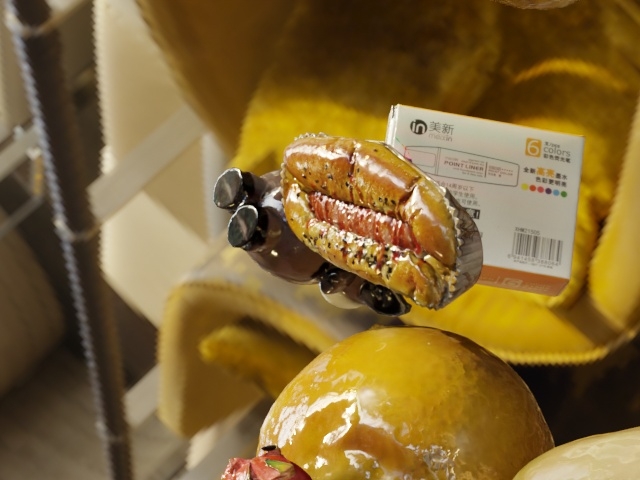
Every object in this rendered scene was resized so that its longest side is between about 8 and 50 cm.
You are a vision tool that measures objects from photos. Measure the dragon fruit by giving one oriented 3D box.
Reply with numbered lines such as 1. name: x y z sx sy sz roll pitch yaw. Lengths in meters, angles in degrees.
1. dragon fruit: -0.038 0.244 1.494 0.116 0.081 0.086 34 147 35

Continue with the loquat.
1. loquat: 0.087 0.250 1.698 0.328 0.328 0.328 37 155 21

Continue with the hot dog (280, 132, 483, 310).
1. hot dog: 0.053 -0.027 1.617 0.268 0.075 0.144 28 124 44

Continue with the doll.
1. doll: 0.000 -0.002 1.806 0.257 0.117 0.182 24 -144 -44

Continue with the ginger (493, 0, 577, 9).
1. ginger: 0.007 -0.268 0.838 0.357 0.152 0.274 14 116 20

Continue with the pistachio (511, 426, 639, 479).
1. pistachio: 0.196 0.168 0.828 0.260 0.213 0.163 -23 90 41

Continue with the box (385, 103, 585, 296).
1. box: 0.210 -0.055 2.192 0.274 0.220 0.091 11 161 -2
